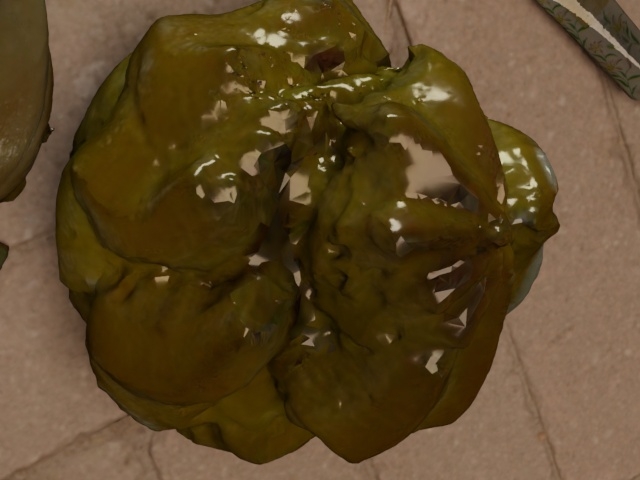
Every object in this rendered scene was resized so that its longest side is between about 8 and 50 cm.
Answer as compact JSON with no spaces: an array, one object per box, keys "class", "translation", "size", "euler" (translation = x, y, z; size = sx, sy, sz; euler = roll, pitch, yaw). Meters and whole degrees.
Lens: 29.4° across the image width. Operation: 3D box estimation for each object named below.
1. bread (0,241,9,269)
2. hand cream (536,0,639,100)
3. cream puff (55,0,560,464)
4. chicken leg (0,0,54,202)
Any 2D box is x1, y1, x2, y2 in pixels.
[{"class":"bread","translation":[-0.284,0.023,0.848],"size":[0.139,0.084,0.074],"euler":[20,94,-28]},{"class":"hand cream","translation":[0.240,-0.186,1.051],"size":[0.194,0.042,0.067],"euler":[42,86,-23]},{"class":"cream puff","translation":[0.000,0.000,0.864],"size":[0.378,0.275,0.378],"euler":[-7,108,-20]},{"class":"chicken leg","translation":[-0.244,-0.224,0.782],"size":[0.201,0.152,0.429],"euler":[1,96,-37]}]
